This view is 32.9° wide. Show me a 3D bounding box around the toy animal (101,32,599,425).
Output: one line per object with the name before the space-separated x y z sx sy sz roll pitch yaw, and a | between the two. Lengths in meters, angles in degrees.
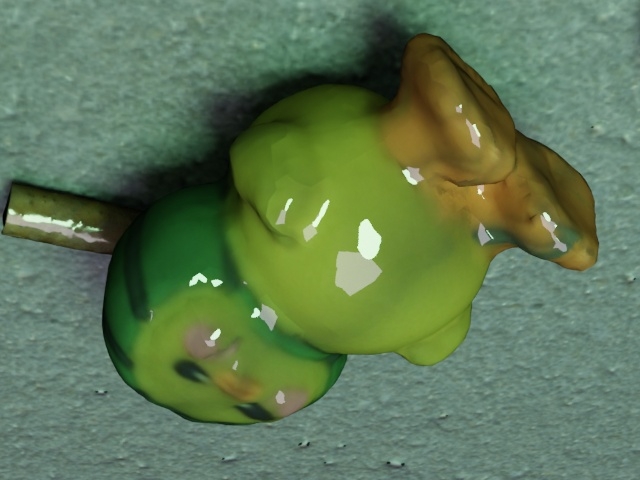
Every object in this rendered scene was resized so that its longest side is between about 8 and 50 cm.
toy animal | -0.001 -0.001 0.755 0.338 0.191 0.216 -33 127 22

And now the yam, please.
yam | -0.090 0.012 0.876 0.327 0.045 0.045 14 103 -21
